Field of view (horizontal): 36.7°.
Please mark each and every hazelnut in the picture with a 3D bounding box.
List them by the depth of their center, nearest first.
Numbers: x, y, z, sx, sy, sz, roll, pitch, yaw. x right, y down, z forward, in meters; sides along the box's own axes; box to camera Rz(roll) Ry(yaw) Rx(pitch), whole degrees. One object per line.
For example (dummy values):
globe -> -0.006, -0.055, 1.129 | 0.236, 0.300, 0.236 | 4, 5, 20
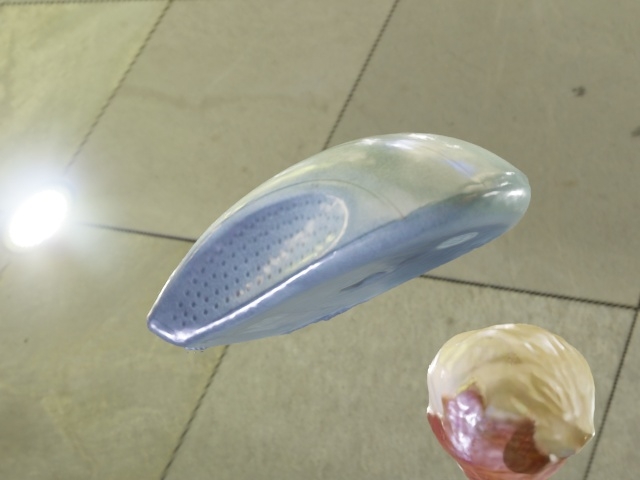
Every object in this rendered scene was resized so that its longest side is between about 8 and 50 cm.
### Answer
hazelnut -> 0.287, 0.243, 1.425 | 0.241, 0.261, 0.261 | 13, 64, 46

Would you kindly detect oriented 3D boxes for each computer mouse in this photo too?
computer mouse -> 0.000, 0.000, 0.830 | 0.371, 0.188, 0.122 | -30, 72, 31
